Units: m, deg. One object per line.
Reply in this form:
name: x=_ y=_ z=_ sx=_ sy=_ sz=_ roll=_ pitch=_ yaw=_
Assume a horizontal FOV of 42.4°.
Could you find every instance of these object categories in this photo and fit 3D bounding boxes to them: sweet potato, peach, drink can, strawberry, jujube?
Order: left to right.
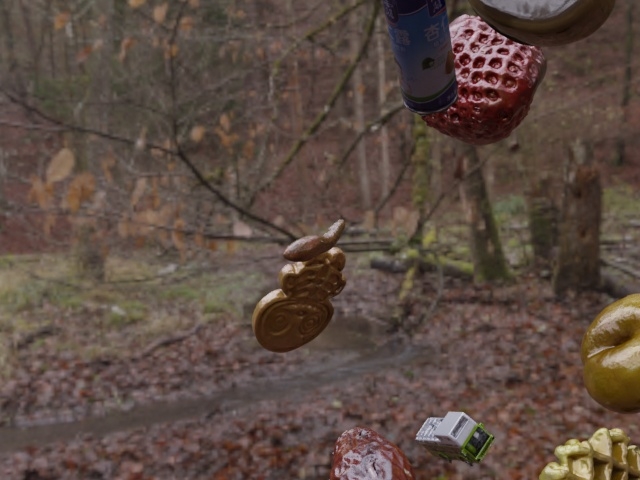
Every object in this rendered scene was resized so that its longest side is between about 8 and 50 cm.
sweet potato: x=0.001 y=0.000 z=1.690 sx=0.050 sy=0.050 sz=0.214 roll=-1 pitch=16 yaw=37
jujube: x=0.106 y=0.514 z=1.753 sx=0.197 sy=0.197 sz=0.290 roll=-3 pitch=22 yaw=-12
drink can: x=0.157 y=-0.314 z=1.293 sx=0.097 sy=0.097 sz=0.235 roll=-2 pitch=-42 yaw=15
strawberry: x=0.372 y=-0.365 z=1.890 sx=0.318 sy=0.295 sz=0.345 roll=-31 pitch=12 yaw=8
peach: x=0.626 y=0.220 z=1.635 sx=0.153 sy=0.251 sz=0.251 roll=25 pitch=-3 yaw=-10

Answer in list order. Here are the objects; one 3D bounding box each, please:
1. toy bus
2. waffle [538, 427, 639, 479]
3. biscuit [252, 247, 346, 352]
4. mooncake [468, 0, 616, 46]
toy bus: x=0.395 y=0.596 z=2.494 sx=0.113 sy=0.139 sz=0.302 roll=-50 pitch=7 yaw=-21
waffle: x=0.355 y=0.363 z=1.011 sx=0.249 sy=0.253 sz=0.056 roll=-11 pitch=-5 yaw=-44
biscuit: x=-0.039 y=0.136 z=1.838 sx=0.202 sy=0.288 sz=0.044 roll=15 pitch=27 yaw=-39
mooncake: x=0.351 y=-0.421 z=1.326 sx=0.235 sy=0.234 sz=0.117 roll=-2 pitch=-5 yaw=33
